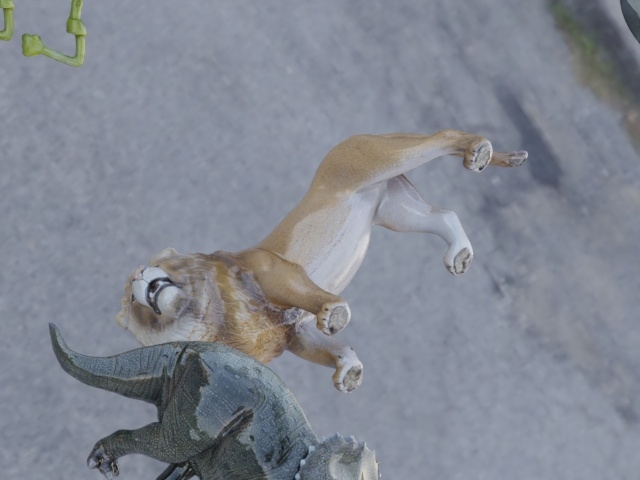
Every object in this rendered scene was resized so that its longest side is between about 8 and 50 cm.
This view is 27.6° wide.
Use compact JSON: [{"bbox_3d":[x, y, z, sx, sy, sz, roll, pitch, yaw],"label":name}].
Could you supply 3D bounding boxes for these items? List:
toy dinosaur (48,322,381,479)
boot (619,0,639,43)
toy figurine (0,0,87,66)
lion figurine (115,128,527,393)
[{"bbox_3d":[-0.066,0.153,0.963,0.313,0.160,0.121,43,2,18],"label":"toy dinosaur"},{"bbox_3d":[0.301,-0.239,0.854,0.085,0.178,0.236,35,60,-32],"label":"boot"},{"bbox_3d":[-0.338,-0.291,1.072,0.362,0.191,0.217,22,-3,-4],"label":"toy figurine"},{"bbox_3d":[0.000,0.000,1.281,0.392,0.240,0.142,-40,132,-24],"label":"lion figurine"}]
